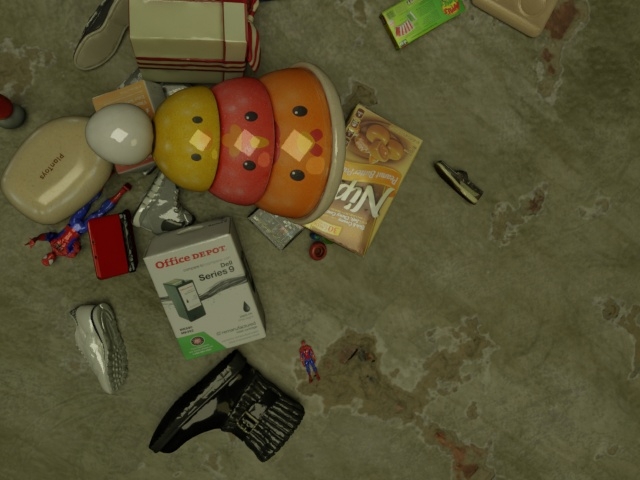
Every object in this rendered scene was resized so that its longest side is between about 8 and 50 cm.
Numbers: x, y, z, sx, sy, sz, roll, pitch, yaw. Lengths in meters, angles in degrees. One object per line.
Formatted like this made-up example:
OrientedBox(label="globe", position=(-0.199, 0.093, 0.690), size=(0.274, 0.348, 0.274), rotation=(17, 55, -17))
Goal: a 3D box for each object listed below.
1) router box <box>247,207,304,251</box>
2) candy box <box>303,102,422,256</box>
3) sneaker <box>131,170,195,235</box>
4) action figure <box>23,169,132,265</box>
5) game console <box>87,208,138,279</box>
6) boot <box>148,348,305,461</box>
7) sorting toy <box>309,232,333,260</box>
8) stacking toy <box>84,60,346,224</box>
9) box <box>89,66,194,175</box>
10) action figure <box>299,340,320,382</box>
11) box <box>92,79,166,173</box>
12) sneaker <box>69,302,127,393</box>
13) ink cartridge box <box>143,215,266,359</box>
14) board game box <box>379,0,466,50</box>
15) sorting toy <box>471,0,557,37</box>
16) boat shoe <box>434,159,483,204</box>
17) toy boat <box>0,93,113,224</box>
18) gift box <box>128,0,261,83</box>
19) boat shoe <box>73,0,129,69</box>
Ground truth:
OrientedBox(label="router box", position=(-0.108, -0.047, 1.412), size=(0.092, 0.038, 0.122), rotation=(-43, 101, 4))
OrientedBox(label="candy box", position=(0.090, -0.142, 1.368), size=(0.182, 0.087, 0.317), rotation=(27, 89, -8))
OrientedBox(label="sneaker", position=(-0.346, -0.105, 1.367), size=(0.132, 0.086, 0.229), rotation=(32, 106, -15))
OrientedBox(label="action figure", position=(-0.574, -0.039, 1.330), size=(0.091, 0.139, 0.280), rotation=(41, 97, -9))
OrientedBox(label="game console", position=(-0.488, 0.007, 1.342), size=(0.085, 0.124, 0.144), rotation=(-8, 102, -12))
OrientedBox(label="boot", position=(-0.238, 0.479, 1.451), size=(0.348, 0.131, 0.260), rotation=(-42, 101, 3))
OrientedBox(label="sorting toy", position=(0.000, 0.000, 1.433), size=(0.061, 0.042, 0.102), rotation=(37, 84, -25))
OrientedBox(label="stacking toy", position=(-0.219, -0.195, 1.150), size=(0.479, 0.350, 0.351), rotation=(-5, 102, -28))
OrientedBox(label="box", position=(-0.395, -0.298, 1.333), size=(0.231, 0.056, 0.183), rotation=(-45, 100, 4))
OrientedBox(label="action figure", position=(-0.030, 0.318, 1.492), size=(0.038, 0.030, 0.115), rotation=(-16, 99, 4))
OrientedBox(label="box", position=(-0.398, -0.247, 1.248), size=(0.130, 0.091, 0.171), rotation=(-17, 95, 10))
OrientedBox(label="sneaker", position=(-0.555, 0.272, 1.420), size=(0.094, 0.090, 0.235), rotation=(-8, 97, 10))
OrientedBox(label="ink cartridge box", position=(-0.271, 0.114, 1.360), size=(0.211, 0.121, 0.289), rotation=(-17, 113, -1))
OrientedBox(label="board game box", position=(0.242, -0.541, 1.347), size=(0.181, 0.043, 0.092), rotation=(-30, 102, 2))
OrientedBox(label="sorting toy", position=(0.488, -0.624, 1.360), size=(0.193, 0.038, 0.208), rotation=(25, 102, -9))
OrientedBox(label="boat shoe", position=(0.348, -0.154, 1.426), size=(0.152, 0.056, 0.049), rotation=(41, 90, -20))
OrientedBox(label="toy boat", position=(-0.619, -0.207, 1.267), size=(0.318, 0.148, 0.267), rotation=(44, 81, -2))
OrientedBox(label="gift box", position=(-0.259, -0.480, 1.208), size=(0.258, 0.276, 0.255), rotation=(-2, 88, -9))
OrientedBox(label="boat shoe", position=(-0.499, -0.483, 1.300), size=(0.206, 0.075, 0.065), rotation=(-49, 57, 10))
